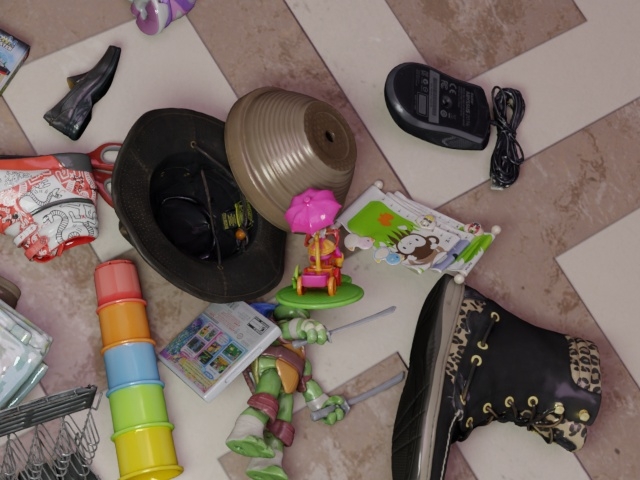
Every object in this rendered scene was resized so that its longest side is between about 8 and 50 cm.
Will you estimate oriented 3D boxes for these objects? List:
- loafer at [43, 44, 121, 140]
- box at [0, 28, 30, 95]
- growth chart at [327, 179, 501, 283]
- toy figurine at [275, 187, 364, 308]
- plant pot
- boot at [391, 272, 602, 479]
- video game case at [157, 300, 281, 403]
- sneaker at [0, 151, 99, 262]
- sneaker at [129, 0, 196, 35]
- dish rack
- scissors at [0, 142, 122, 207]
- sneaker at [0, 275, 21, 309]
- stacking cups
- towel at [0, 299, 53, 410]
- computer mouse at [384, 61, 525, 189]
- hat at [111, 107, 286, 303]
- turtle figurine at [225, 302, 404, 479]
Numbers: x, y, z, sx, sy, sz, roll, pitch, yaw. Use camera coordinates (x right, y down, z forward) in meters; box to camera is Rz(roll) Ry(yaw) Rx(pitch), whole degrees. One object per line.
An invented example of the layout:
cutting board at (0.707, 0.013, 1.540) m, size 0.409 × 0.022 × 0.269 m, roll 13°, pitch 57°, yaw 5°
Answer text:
loafer at (-0.357, -0.234, 2.052) m, size 0.061 × 0.062 × 0.170 m, roll 27°, pitch 63°, yaw -1°
box at (-0.553, -0.295, 2.023) m, size 0.207 × 0.036 × 0.114 m, roll 29°, pitch 64°, yaw -5°
growth chart at (0.144, -0.011, 2.100) m, size 0.237 × 0.021 × 0.172 m, roll 23°, pitch 45°, yaw 12°
toy figurine at (0.000, 0.000, 1.968) m, size 0.130 × 0.173 × 0.159 m, roll 0°, pitch 104°, yaw 12°
plant pot at (-0.023, -0.137, 2.042) m, size 0.237 × 0.109 × 0.237 m, roll 28°, pitch 49°, yaw -38°
boot at (0.266, 0.254, 2.023) m, size 0.284 × 0.138 × 0.377 m, roll 20°, pitch 54°, yaw -10°
video game case at (-0.145, 0.147, 1.918) m, size 0.143 × 0.157 × 0.019 m, roll -44°, pitch 125°, yaw -11°
sneaker at (-0.450, -0.038, 1.929) m, size 0.270 × 0.090 × 0.145 m, roll -8°, pitch 79°, yaw -16°
sneaker at (-0.273, -0.442, 2.146) m, size 0.104 × 0.095 × 0.236 m, roll -22°, pitch 83°, yaw -31°
dish rack at (-0.375, 0.283, 1.735) m, size 0.208 × 0.271 × 0.074 m, roll -18°, pitch 64°, yaw -27°
scissors at (-0.388, -0.121, 2.023) m, size 0.297 × 0.021 × 0.109 m, roll 17°, pitch 68°, yaw -10°
sneaker at (-0.515, 0.061, 1.884) m, size 0.188 × 0.066 × 0.071 m, roll 24°, pitch 66°, yaw -8°
stacking cups at (-0.272, 0.183, 1.906) m, size 0.096 × 0.096 × 0.316 m, roll -8°, pitch 71°, yaw -21°
towel at (-0.583, 0.181, 1.778) m, size 0.320 × 0.090 × 0.374 m, roll 40°, pitch 76°, yaw 3°
computer mouse at (0.209, -0.199, 2.224) m, size 0.272 × 0.072 × 0.189 m, roll 20°, pitch 63°, yaw -23°
hat at (-0.201, -0.037, 1.972) m, size 0.331 × 0.134 × 0.331 m, roll 24°, pitch 56°, yaw -40°
turtle figurine at (-0.010, 0.208, 1.918) m, size 0.274 × 0.198 × 0.266 m, roll 24°, pitch 60°, yaw -5°
